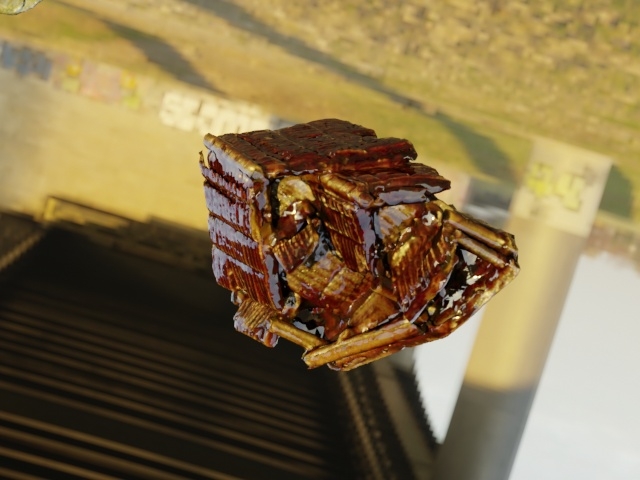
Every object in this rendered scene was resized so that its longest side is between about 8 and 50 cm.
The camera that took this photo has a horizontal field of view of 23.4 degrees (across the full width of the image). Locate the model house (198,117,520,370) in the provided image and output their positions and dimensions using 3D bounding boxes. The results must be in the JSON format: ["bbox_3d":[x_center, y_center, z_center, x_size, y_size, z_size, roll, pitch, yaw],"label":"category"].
[{"bbox_3d":[0.000,0.000,1.766,0.282,0.297,0.317,38,179,-33],"label":"model house"}]

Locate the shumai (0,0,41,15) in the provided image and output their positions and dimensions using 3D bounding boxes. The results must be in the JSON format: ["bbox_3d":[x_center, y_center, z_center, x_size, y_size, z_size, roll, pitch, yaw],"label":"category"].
[{"bbox_3d":[-0.244,-0.231,1.017,0.142,0.184,0.184,14,-178,40],"label":"shumai"}]
